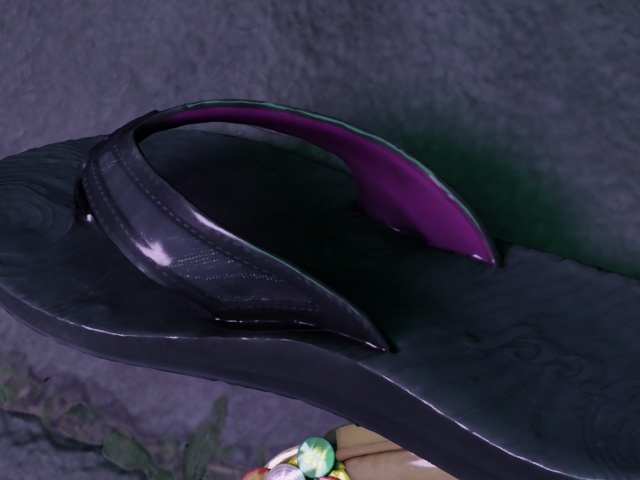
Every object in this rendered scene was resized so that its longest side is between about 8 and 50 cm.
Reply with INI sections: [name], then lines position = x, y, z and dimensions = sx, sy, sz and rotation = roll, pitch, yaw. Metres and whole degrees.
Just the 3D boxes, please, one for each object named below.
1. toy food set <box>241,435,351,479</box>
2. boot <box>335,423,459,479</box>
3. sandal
[toy food set]
position = -0.006, 0.148, 0.816
dimensions = 0.083, 0.020, 0.082
rotation = -43, 70, 11
[boot]
position = 0.120, 0.211, 0.723
dimensions = 0.236, 0.089, 0.269
rotation = -4, 82, 21
[sandal]
position = 0.003, -0.001, 0.740
dimensions = 0.446, 0.167, 0.107
rotation = 17, 132, 29
